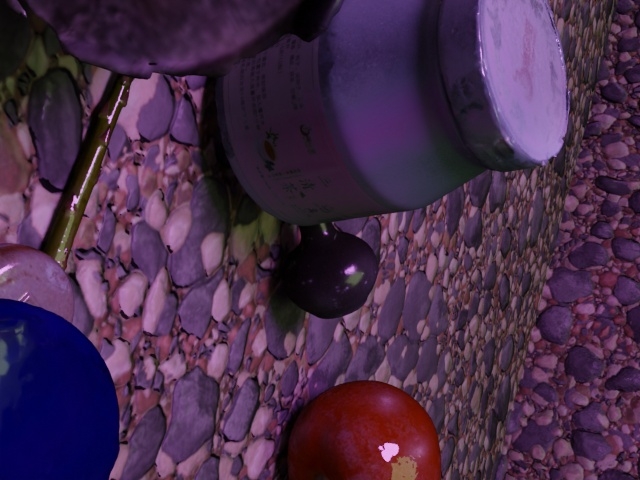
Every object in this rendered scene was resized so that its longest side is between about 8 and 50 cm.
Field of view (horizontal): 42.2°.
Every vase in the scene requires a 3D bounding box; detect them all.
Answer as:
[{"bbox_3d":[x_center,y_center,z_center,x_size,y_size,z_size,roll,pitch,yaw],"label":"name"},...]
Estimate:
[{"bbox_3d":[0.000,0.000,1.006,0.120,0.120,0.183,-40,119,-51],"label":"vase"}]

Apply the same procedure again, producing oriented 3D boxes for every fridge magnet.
[{"bbox_3d":[-0.251,0.155,0.531,0.265,0.112,0.266,-29,133,-37],"label":"fridge magnet"}]

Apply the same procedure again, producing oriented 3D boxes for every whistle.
[{"bbox_3d":[-0.245,0.026,0.599,0.107,0.057,0.220,-52,139,-33],"label":"whistle"}]

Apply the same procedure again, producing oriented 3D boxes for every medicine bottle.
[{"bbox_3d":[0.077,-0.151,0.835,0.245,0.290,0.245,15,71,-50],"label":"medicine bottle"}]

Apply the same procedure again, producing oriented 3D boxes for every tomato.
[{"bbox_3d":[0.063,0.290,1.102,0.184,0.208,0.208,-18,116,-42],"label":"tomato"}]

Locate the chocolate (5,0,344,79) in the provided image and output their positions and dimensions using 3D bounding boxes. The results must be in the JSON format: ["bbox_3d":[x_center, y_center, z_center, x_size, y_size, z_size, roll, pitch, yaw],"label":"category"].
[{"bbox_3d":[-0.085,-0.271,0.603,0.213,0.303,0.303,-56,148,-71],"label":"chocolate"}]

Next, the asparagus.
[{"bbox_3d":[-0.186,-0.088,0.709,0.025,0.024,0.249,151,-42,-69],"label":"asparagus"}]
